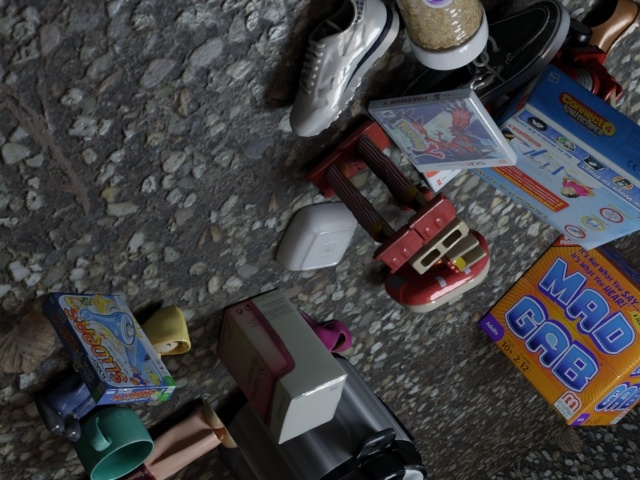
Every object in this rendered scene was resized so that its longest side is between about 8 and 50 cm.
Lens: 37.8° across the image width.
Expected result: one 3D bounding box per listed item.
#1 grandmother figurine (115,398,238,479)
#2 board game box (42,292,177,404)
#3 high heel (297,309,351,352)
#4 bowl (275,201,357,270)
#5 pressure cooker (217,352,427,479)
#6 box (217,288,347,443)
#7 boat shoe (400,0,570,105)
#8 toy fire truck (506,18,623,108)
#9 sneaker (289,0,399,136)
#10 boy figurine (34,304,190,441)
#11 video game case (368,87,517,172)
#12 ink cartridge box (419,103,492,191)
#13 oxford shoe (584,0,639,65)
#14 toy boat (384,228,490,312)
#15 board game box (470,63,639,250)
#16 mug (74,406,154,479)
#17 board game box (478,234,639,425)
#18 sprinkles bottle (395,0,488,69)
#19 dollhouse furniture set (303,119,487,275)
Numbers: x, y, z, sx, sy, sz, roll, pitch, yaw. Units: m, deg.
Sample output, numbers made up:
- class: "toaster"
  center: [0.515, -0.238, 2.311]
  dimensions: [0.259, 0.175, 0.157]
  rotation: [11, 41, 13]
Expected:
- class: "grandmother figurine"
  center: [-0.346, 0.455, 1.869]
  dimensions: [0.342, 0.104, 0.207]
  rotation: [-34, 117, -9]
- class: "board game box"
  center: [-0.322, 0.162, 1.424]
  dimensions: [0.136, 0.201, 0.035]
  rotation: [7, 126, -51]
- class: "high heel"
  center: [0.025, 0.219, 1.939]
  dimensions: [0.082, 0.117, 0.244]
  rotation: [-41, 149, 3]
- class: "bowl"
  center: [0.000, 0.000, 1.695]
  dimensions: [0.142, 0.053, 0.142]
  rotation: [-6, 136, -40]
- class: "pressure cooker"
  center: [0.017, 0.498, 2.001]
  dimensions: [0.375, 0.420, 0.370]
  rotation: [-40, 147, 1]
- class: "box"
  center: [-0.077, 0.231, 1.738]
  dimensions: [0.127, 0.232, 0.148]
  rotation: [-20, 144, -30]
- class: "boat shoe"
  center: [0.262, -0.298, 1.531]
  dimensions: [0.306, 0.113, 0.105]
  rotation: [-32, 146, 20]
- class: "toy fire truck"
  center: [0.438, -0.253, 1.636]
  dimensions: [0.217, 0.246, 0.158]
  rotation: [-12, 139, -37]
- class: "sneaker"
  center: [0.011, -0.259, 1.359]
  dimensions: [0.095, 0.090, 0.235]
  rotation: [17, 116, -40]
- class: "boy figurine"
  center: [-0.338, 0.222, 1.594]
  dimensions: [0.285, 0.092, 0.177]
  rotation: [-35, 146, 0]
- class: "video game case"
  center: [0.204, -0.176, 1.545]
  dimensions: [0.201, 0.184, 0.023]
  rotation: [43, 54, -46]
- class: "ink cartridge box"
  center: [0.254, -0.184, 1.731]
  dimensions: [0.179, 0.045, 0.145]
  rotation: [-37, 150, 2]
- class: "oxford shoe"
  center: [0.508, -0.370, 1.751]
  dimensions: [0.076, 0.076, 0.212]
  rotation: [23, 120, -23]
- class: "toy boat"
  center: [0.237, 0.036, 1.934]
  dimensions: [0.231, 0.151, 0.151]
  rotation: [-28, 118, -18]
- class: "board game box"
  center: [0.426, -0.128, 1.591]
  dimensions: [0.086, 0.308, 0.302]
  rotation: [-58, -175, -17]
- class: "mug"
  center: [-0.381, 0.359, 1.708]
  dimensions: [0.130, 0.097, 0.157]
  rotation: [-17, 147, -35]
- class: "board game box"
  center: [0.715, 0.235, 2.449]
  dimensions: [0.356, 0.356, 0.357]
  rotation: [-50, 148, 17]
- class: "sprinkles bottle"
  center: [0.145, -0.382, 1.286]
  dimensions: [0.121, 0.121, 0.355]
  rotation: [-38, 148, -1]
- class: "dollhouse furniture set"
  center: [0.144, -0.040, 1.666]
  dimensions: [0.152, 0.201, 0.374]
  rotation: [-42, 155, 5]
